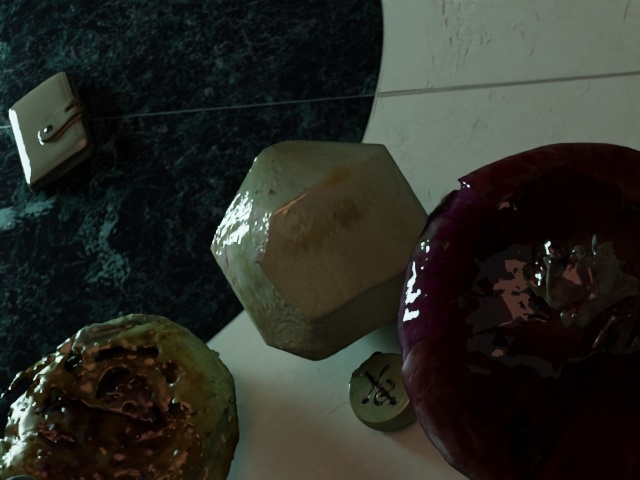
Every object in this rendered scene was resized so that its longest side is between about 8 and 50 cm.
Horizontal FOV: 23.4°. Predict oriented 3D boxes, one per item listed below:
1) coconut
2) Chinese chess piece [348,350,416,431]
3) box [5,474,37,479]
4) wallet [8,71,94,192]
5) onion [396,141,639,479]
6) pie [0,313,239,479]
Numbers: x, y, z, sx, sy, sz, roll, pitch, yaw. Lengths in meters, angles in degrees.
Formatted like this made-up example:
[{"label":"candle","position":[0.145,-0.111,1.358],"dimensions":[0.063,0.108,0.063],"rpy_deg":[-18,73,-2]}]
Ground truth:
[{"label":"coconut","position":[-0.001,0.001,1.612],"dimensions":[0.241,0.241,0.241],"rpy_deg":[-15,57,24]},{"label":"Chinese chess piece","position":[0.070,0.158,1.609],"dimensions":[0.084,0.034,0.084],"rpy_deg":[-14,58,24]},{"label":"box","position":[-0.325,0.367,1.596],"dimensions":[0.163,0.243,0.135],"rpy_deg":[-41,19,-30]},{"label":"wallet","position":[-0.359,-0.148,2.053],"dimensions":[0.118,0.039,0.152],"rpy_deg":[-35,50,13]},{"label":"onion","position":[0.235,0.070,1.375],"dimensions":[0.347,0.285,0.347],"rpy_deg":[-1,75,6]},{"label":"pie","position":[-0.217,0.206,1.689],"dimensions":[0.308,0.085,0.308],"rpy_deg":[-5,57,8]}]
